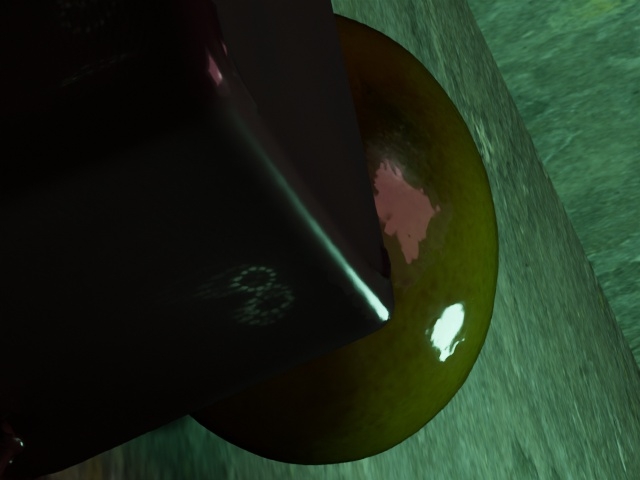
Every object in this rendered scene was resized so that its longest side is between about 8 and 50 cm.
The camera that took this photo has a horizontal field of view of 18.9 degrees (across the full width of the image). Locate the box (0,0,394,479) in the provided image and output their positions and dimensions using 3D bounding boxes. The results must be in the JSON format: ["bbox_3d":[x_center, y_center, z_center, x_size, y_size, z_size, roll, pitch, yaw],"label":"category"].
[{"bbox_3d":[-0.091,-0.073,0.658,0.193,0.167,0.294,50,22,-50],"label":"box"}]

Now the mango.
[{"bbox_3d":[0.000,0.000,0.917,0.317,0.173,0.211,30,41,-80],"label":"mango"}]
